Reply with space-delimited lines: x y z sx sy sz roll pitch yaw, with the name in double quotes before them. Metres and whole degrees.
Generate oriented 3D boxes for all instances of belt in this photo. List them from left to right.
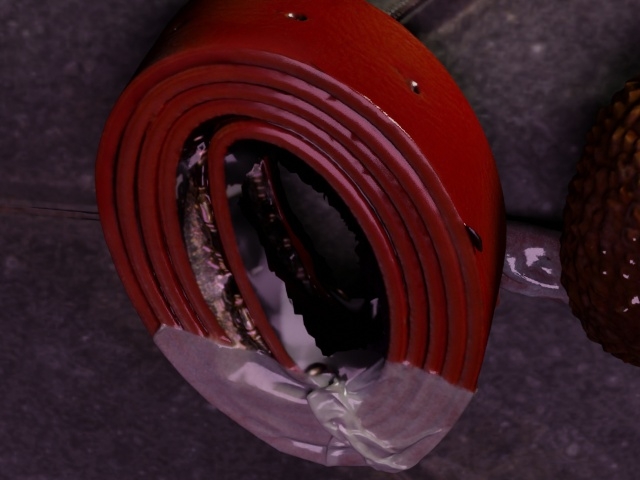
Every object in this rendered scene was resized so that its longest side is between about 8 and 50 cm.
"belt" 0.000 0.000 1.001 0.227 0.115 0.324 -16 118 24

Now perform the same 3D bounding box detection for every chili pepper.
"chili pepper" 0.131 0.012 1.066 0.153 0.041 0.050 13 103 12

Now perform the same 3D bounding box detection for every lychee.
"lychee" 0.231 -0.006 0.970 0.194 0.194 0.194 1 122 1
